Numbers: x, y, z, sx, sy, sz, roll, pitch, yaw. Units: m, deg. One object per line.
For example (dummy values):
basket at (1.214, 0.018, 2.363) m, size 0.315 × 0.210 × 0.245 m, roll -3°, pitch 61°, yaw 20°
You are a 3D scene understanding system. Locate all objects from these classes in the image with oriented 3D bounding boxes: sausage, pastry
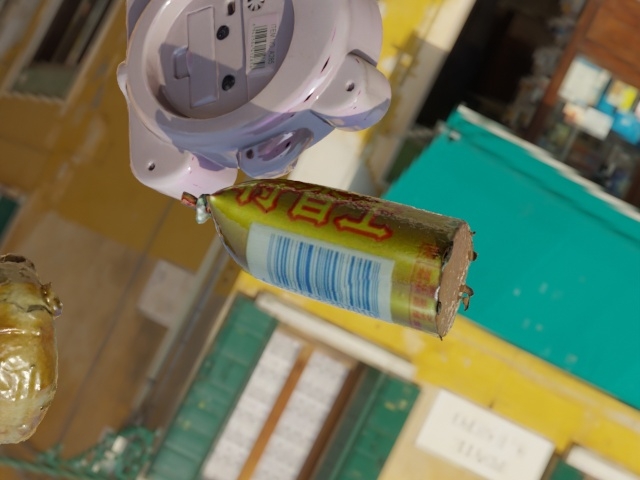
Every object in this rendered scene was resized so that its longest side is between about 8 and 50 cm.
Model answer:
sausage at (0.001, -0.001, 1.422) m, size 0.317 × 0.117 × 0.125 m, roll 17°, pitch -169°, yaw 23°
pastry at (-0.373, 0.130, 1.636) m, size 0.100 × 0.229 × 0.218 m, roll -3°, pitch 173°, yaw -33°

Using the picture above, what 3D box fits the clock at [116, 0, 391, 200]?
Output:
clock at (-0.076, -0.211, 1.606) m, size 0.322 × 0.295 × 0.113 m, roll -15°, pitch 159°, yaw 29°
